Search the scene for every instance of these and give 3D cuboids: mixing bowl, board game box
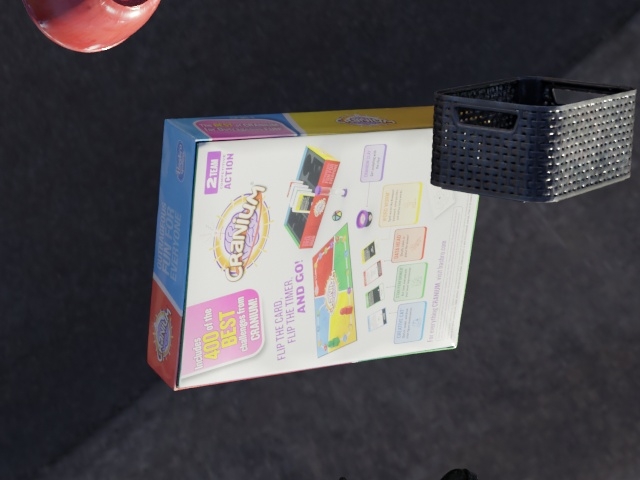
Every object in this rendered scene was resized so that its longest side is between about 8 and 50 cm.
[{"bbox_3d":[-0.245,-0.309,1.746,0.181,0.098,0.181,-4,97,-39],"label":"mixing bowl"},{"bbox_3d":[0.000,0.000,1.423,0.317,0.064,0.242,-5,113,-31],"label":"board game box"}]

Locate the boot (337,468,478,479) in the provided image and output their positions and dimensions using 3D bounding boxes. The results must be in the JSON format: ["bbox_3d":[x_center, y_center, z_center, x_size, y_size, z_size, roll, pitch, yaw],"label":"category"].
[{"bbox_3d":[0.053,0.195,1.063,0.099,0.121,0.045,24,140,-5],"label":"boot"}]

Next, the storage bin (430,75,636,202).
[{"bbox_3d":[0.189,-0.092,1.339,0.180,0.122,0.084,-15,111,-52],"label":"storage bin"}]
